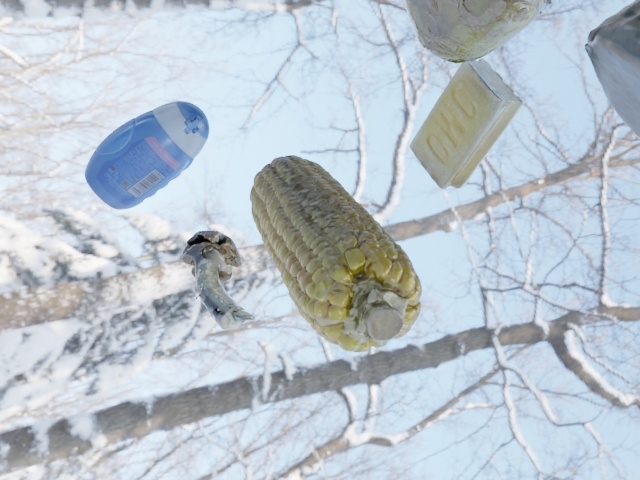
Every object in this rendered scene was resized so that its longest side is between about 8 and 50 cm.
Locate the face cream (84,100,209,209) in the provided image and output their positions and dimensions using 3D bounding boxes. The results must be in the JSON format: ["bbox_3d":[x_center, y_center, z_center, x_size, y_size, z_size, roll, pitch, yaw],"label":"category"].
[{"bbox_3d":[-0.335,-0.175,1.392,0.263,0.149,0.083,-35,-148,10],"label":"face cream"}]

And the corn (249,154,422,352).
[{"bbox_3d":[0.000,0.000,0.433,0.207,0.068,0.068,-127,-138,-59],"label":"corn"}]

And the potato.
[{"bbox_3d":[0.265,-0.443,1.293,0.246,0.196,0.300,43,-2,3],"label":"potato"}]

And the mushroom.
[{"bbox_3d":[-0.102,0.046,0.728,0.061,0.060,0.187,58,-1,-32],"label":"mushroom"}]

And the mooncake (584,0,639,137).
[{"bbox_3d":[0.454,-0.210,0.900,0.124,0.228,0.228,-40,-120,5],"label":"mooncake"}]

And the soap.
[{"bbox_3d":[0.337,-0.273,1.676,0.174,0.089,0.274,59,-43,30],"label":"soap"}]
